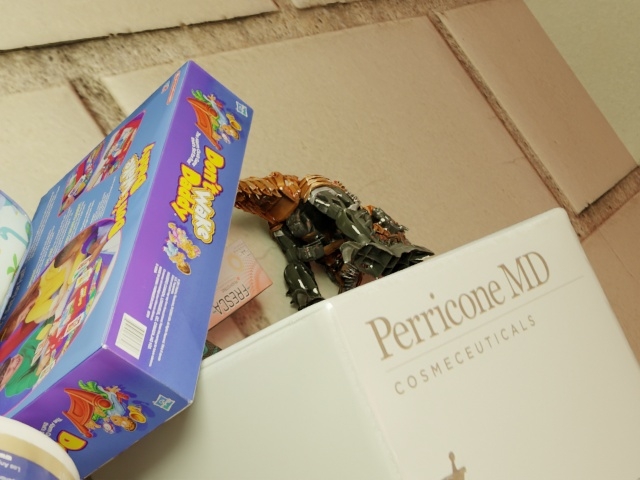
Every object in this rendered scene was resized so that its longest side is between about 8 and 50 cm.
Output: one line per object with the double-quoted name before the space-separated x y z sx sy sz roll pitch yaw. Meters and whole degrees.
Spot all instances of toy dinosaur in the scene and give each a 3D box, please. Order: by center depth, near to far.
"toy dinosaur" 0.000 0.000 1.356 0.322 0.164 0.218 1 42 -32

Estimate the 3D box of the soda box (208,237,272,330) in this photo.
"soda box" -0.123 0.061 1.170 0.063 0.058 0.183 54 31 0

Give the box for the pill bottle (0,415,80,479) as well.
"pill bottle" -0.244 0.253 0.731 0.153 0.153 0.264 34 37 -29

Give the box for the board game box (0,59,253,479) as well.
"board game box" -0.178 0.034 0.954 0.078 0.233 0.347 37 35 -24

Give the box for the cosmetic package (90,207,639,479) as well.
"cosmetic package" 0.078 0.237 0.931 0.329 0.327 0.393 -18 82 -47

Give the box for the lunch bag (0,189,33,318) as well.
"lunch bag" -0.331 0.019 0.903 0.176 0.090 0.219 38 35 -25

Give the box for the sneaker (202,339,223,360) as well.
"sneaker" -0.124 0.148 1.098 0.076 0.065 0.166 38 27 6
